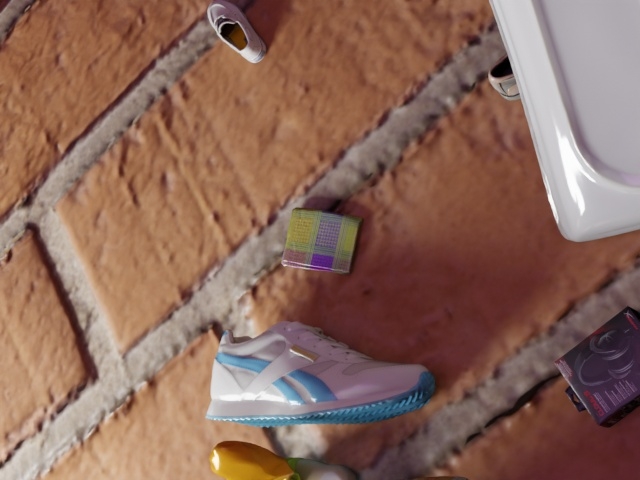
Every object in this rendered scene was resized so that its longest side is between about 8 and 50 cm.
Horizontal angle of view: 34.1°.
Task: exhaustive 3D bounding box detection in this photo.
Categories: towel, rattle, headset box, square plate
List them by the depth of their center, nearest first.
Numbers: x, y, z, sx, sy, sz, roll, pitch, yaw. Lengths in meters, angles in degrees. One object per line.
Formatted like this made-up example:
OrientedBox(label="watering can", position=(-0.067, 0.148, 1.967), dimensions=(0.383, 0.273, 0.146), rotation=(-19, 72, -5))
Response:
OrientedBox(label="square plate", position=(0.283, -0.183, 0.741), dimensions=(0.347, 0.049, 0.344), rotation=(-14, 104, 31))
OrientedBox(label="headset box", position=(0.230, 0.102, 0.818), dimensions=(0.083, 0.032, 0.062), rotation=(-40, 60, 17))
OrientedBox(label="rattle", position=(-0.037, 0.283, 0.888), dimensions=(0.130, 0.143, 0.199), rotation=(7, 75, 16))
OrientedBox(label="towel", position=(0.000, 0.000, 1.010), dimensions=(0.083, 0.009, 0.060), rotation=(7, 81, 34))

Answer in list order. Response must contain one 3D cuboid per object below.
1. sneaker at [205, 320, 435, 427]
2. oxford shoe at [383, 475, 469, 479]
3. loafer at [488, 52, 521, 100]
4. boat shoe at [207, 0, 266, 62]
OrientedBox(label="sneaker", position=(-0.006, 0.118, 0.938), dimensions=(0.229, 0.087, 0.092), rotation=(-6, 73, 30))
OrientedBox(label="oxford shoe", position=(0.141, 0.362, 0.745), dimensions=(0.130, 0.169, 0.449), rotation=(-26, 62, 1))
OrientedBox(label="loafer", position=(0.200, -0.170, 0.902), dimensions=(0.125, 0.039, 0.045), rotation=(-40, 59, 19))
OrientedBox(label="boat shoe", position=(-0.097, -0.228, 1.116), dimensions=(0.035, 0.035, 0.100), rotation=(-46, 58, 16))
